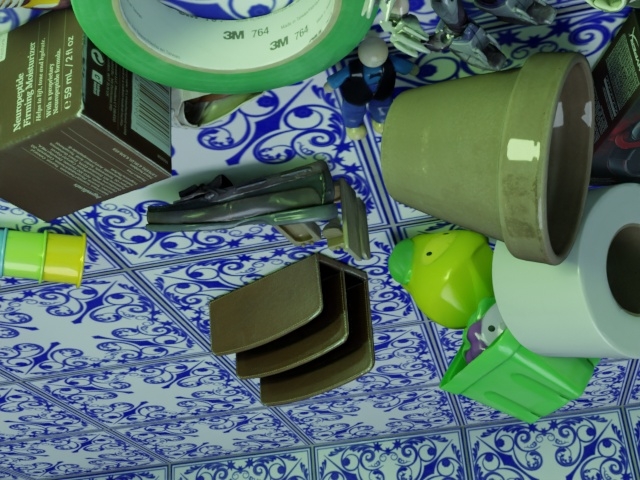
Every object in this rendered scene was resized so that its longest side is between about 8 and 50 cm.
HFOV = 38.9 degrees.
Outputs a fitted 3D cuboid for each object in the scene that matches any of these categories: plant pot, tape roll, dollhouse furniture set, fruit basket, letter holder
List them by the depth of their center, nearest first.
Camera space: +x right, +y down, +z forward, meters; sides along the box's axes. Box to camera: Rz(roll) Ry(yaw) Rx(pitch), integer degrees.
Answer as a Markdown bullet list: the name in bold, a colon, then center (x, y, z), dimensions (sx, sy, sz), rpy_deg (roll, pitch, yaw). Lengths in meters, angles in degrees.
- **tape roll**: center (-0.098, -0.278, 0.958), dimensions (0.321, 0.077, 0.321), rpy_deg (-4, 154, -2)
- **plant pot**: center (0.206, -0.108, 1.145), dimensions (0.229, 0.263, 0.263), rpy_deg (6, 160, 26)
- **tape roll**: center (0.392, 0.048, 1.307), dimensions (0.246, 0.246, 0.169), rpy_deg (13, 168, -32)
- **dollhouse furniture set**: center (0.000, 0.000, 1.484), dimensions (0.151, 0.123, 0.144), rpy_deg (-15, 152, 20)
- **fruit basket**: center (0.303, 0.079, 1.540), dimensions (0.391, 0.392, 0.283), rpy_deg (4, 153, -17)
- **letter holder**: center (-0.060, 0.187, 1.752), dimensions (0.301, 0.215, 0.152), rpy_deg (-25, 148, 36)

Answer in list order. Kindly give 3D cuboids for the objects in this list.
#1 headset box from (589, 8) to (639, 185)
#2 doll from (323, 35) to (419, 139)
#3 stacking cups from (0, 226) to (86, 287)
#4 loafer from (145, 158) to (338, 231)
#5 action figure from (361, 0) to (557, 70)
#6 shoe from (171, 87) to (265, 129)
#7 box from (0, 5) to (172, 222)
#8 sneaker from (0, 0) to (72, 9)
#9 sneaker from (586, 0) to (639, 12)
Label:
- **headset box**: center (0.469, -0.173, 1.224), dimensions (0.218, 0.110, 0.293), rpy_deg (0, 154, -9)
- **doll**: center (0.068, -0.202, 1.172), dimensions (0.129, 0.046, 0.189), rpy_deg (-15, 156, -4)
- **stacking cups**: center (-0.545, 0.011, 1.469), dimensions (0.316, 0.096, 0.096), rpy_deg (9, 151, -19)
- **loafer**: center (-0.124, -0.067, 1.398), dimensions (0.302, 0.095, 0.109), rpy_deg (-4, -176, 9)
- **action figure**: center (0.142, -0.272, 0.948), dimensions (0.185, 0.099, 0.285), rpy_deg (-56, 148, 11)
- **shoe**: center (-0.157, -0.183, 1.159), dimensions (0.219, 0.058, 0.076), rpy_deg (-18, 151, 25)
- **box**: center (-0.304, -0.149, 1.080), dimensions (0.203, 0.169, 0.167), rpy_deg (-17, 152, 23)
- **sneaker**: center (-0.349, -0.259, 0.945), dimensions (0.185, 0.084, 0.069), rpy_deg (8, 151, -23)
- **sneaker**: center (0.323, -0.283, 1.004), dimensions (0.192, 0.086, 0.064), rpy_deg (17, 147, -37)
